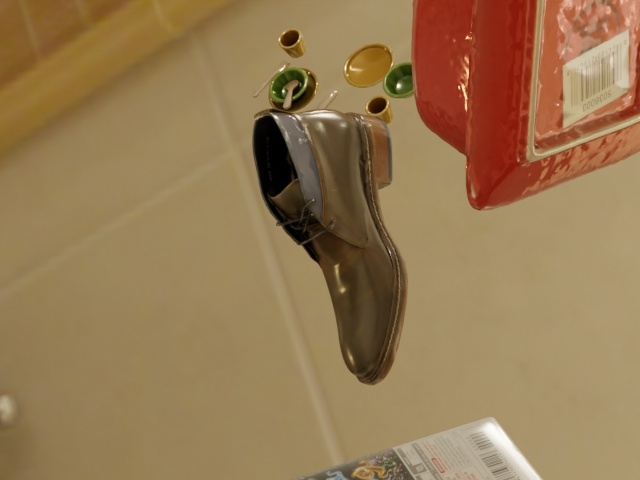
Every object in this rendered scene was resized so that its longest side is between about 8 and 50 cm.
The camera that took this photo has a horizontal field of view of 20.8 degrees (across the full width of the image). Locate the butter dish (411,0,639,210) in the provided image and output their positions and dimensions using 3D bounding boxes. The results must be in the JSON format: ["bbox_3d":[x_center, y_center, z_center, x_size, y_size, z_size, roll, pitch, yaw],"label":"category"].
[{"bbox_3d":[0.098,-0.114,0.903,0.160,0.160,0.118,-21,31,-41],"label":"butter dish"}]

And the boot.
[{"bbox_3d":[0.000,0.000,1.319,0.106,0.219,0.082,11,-27,-34],"label":"boot"}]

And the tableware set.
[{"bbox_3d":[0.014,-0.141,1.520,0.104,0.154,0.024,-49,-39,-10],"label":"tableware set"}]

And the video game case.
[{"bbox_3d":[0.074,0.195,1.092,0.173,0.190,0.022,-15,-54,-17],"label":"video game case"}]
